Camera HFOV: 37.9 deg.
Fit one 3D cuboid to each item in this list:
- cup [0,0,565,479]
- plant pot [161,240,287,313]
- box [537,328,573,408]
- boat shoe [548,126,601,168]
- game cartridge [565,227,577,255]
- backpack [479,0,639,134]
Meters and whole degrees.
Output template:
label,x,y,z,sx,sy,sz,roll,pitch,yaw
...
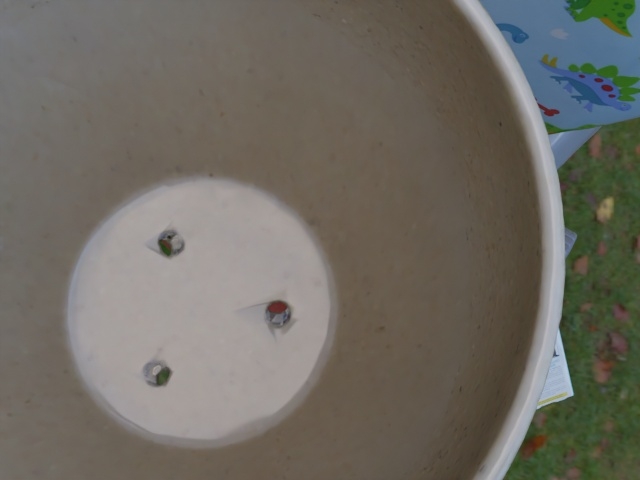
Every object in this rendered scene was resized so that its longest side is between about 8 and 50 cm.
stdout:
label,x,y,z,sx,sy,sz,roll,pitch,yaw
cup,-0.072,0.019,0.463,0.331,0.237,0.331,0,79,1
plant pot,0.000,0.000,0.910,0.272,0.272,0.265,-34,81,-27
box,0.359,0.178,1.602,0.100,0.060,0.244,-20,120,-1
boat shoe,0.150,-0.086,0.737,0.258,0.095,0.084,-46,71,10
game cartridge,0.138,-0.050,1.166,0.068,0.355,0.230,-64,165,17
backpack,0.162,-0.194,0.488,0.290,0.355,0.273,38,45,-36
